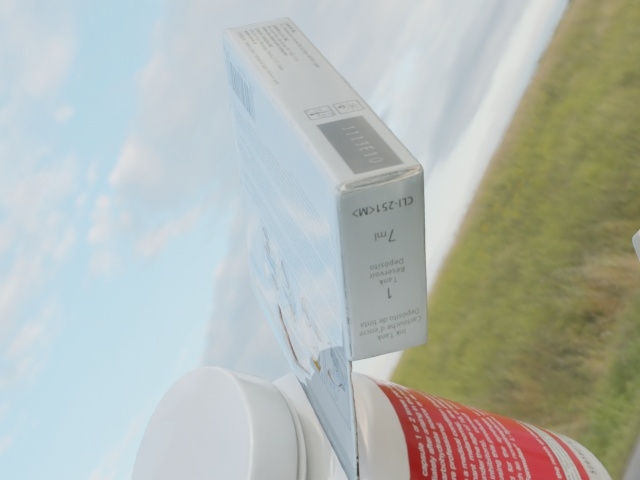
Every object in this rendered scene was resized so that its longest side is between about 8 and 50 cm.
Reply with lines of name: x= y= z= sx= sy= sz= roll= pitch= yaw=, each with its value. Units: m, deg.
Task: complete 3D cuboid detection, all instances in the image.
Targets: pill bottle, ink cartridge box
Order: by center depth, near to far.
ink cartridge box: x=0.000 y=0.000 z=0.772 sx=0.275 sy=0.060 sz=0.238 roll=-122 pitch=22 yaw=-55
pill bottle: x=0.054 y=0.238 z=0.932 sx=0.229 sy=0.408 sz=0.229 roll=-30 pitch=50 yaw=43

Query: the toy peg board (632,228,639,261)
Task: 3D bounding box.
toy peg board: x=0.354 y=0.040 z=0.844 sx=0.079 sy=0.161 sz=0.161 roll=111 pitch=149 yaw=-59
